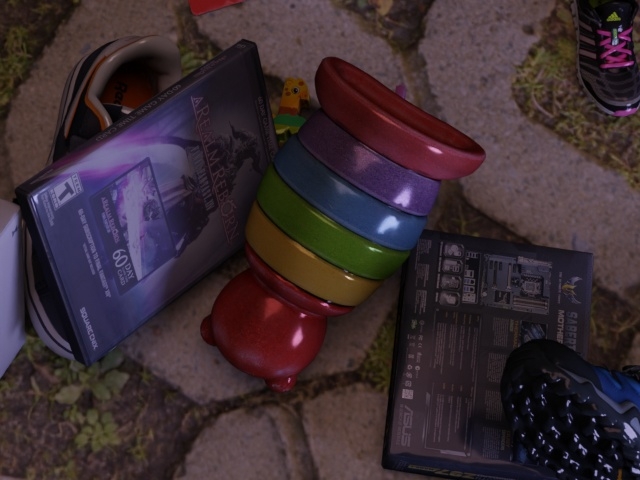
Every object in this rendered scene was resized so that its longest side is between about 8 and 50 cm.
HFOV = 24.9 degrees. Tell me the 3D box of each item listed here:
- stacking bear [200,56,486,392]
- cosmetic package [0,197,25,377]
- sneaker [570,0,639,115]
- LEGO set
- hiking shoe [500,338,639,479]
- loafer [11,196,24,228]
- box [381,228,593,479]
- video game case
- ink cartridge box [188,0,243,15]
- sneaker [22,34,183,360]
[{"bbox_3d":[0.000,0.000,1.338,0.175,0.164,0.289,32,104,3],"label":"stacking bear"},{"bbox_3d":[-0.392,0.037,1.286,0.225,0.224,0.138,22,54,6],"label":"cosmetic package"},{"bbox_3d":[0.301,-0.214,1.511,0.063,0.075,0.170,-5,69,-5],"label":"sneaker"},{"bbox_3d":[-0.012,-0.129,1.460,0.227,0.087,0.093,9,67,7],"label":"LEGO set"},{"bbox_3d":[0.274,0.158,1.306,0.304,0.113,0.132,37,50,-28],"label":"hiking shoe"},{"bbox_3d":[-0.270,-0.032,1.424,0.056,0.050,0.148,31,70,9],"label":"loafer"},{"bbox_3d":[0.161,0.113,1.381,0.183,0.059,0.232,7,68,-2],"label":"box"},{"bbox_3d":[-0.141,-0.037,1.327,0.026,0.196,0.274,24,50,38],"label":"video game case"},{"bbox_3d":[-0.060,-0.358,1.566,0.225,0.056,0.181,-18,70,-11],"label":"ink cartridge box"},{"bbox_3d":[-0.199,-0.051,1.373,0.126,0.127,0.321,15,68,-33],"label":"sneaker"}]
